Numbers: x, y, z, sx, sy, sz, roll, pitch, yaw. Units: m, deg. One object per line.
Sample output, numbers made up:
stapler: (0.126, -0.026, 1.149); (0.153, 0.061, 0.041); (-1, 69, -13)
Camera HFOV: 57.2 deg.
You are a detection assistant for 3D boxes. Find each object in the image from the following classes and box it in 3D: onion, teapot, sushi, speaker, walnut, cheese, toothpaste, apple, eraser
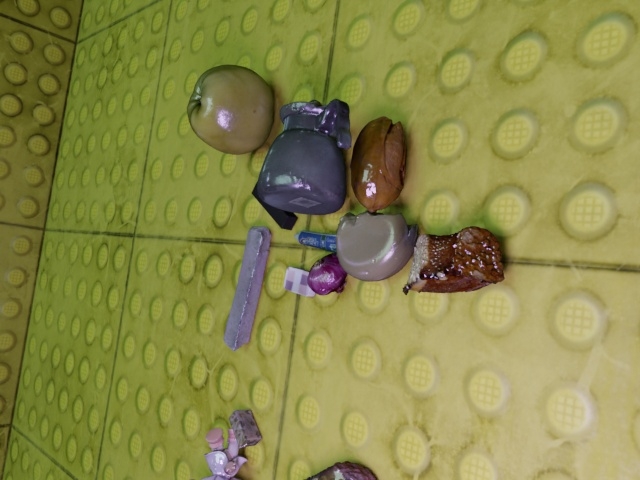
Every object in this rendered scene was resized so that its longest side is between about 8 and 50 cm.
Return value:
onion: (0.024, 0.088, 1.445); (0.115, 0.115, 0.104); (-30, 106, 38)
teapot: (-0.034, -0.234, 1.449); (0.223, 0.305, 0.285); (7, 76, 3)
sushi: (0.034, 0.569, 1.321); (0.241, 0.107, 0.161); (19, 92, 47)
speaker: (-0.134, -0.100, 1.681); (0.191, 0.040, 0.046); (48, 118, 40)
walnut: (0.135, -0.178, 1.350); (0.137, 0.137, 0.245); (-17, 57, 43)
cheese: (0.133, 0.006, 1.348); (0.202, 0.091, 0.175); (-13, 72, 42)
toothpaste: (0.000, 0.000, 1.527); (0.197, 0.035, 0.057); (11, 105, 45)
apple: (-0.266, -0.388, 1.746); (0.262, 0.262, 0.262); (-12, 73, 44)
eraser: (-0.052, 0.109, 1.561); (0.105, 0.026, 0.065); (11, 92, 46)

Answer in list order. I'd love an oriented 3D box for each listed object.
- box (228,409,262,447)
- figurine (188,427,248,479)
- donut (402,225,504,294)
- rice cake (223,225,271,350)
box: (-0.208, 0.514, 1.609); (0.045, 0.062, 0.098); (-53, 50, 26)
figurine: (-0.265, 0.652, 1.591); (0.200, 0.133, 0.275); (-2, 74, 16)
donut: (0.265, 0.046, 1.194); (0.186, 0.144, 0.126); (138, 139, -71)
rice cake: (-0.207, 0.136, 1.693); (0.073, 0.056, 0.364); (12, 90, 41)
